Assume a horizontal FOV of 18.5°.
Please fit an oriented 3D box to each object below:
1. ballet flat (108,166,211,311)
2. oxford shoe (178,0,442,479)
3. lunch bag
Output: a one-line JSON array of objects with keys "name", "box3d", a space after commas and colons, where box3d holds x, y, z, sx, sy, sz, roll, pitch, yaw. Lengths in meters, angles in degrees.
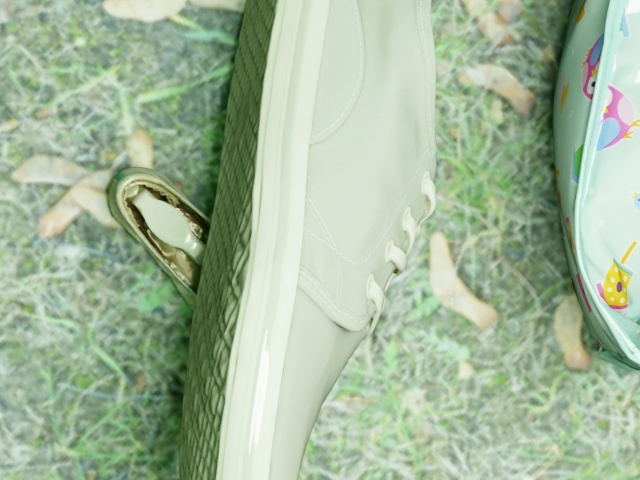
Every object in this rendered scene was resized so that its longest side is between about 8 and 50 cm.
[{"name": "ballet flat", "box3d": [-0.073, 0.018, 1.266, 0.168, 0.052, 0.057, 41, 86, -5]}, {"name": "oxford shoe", "box3d": [0.000, 0.000, 1.180, 0.130, 0.169, 0.449, 16, 66, -14]}, {"name": "lunch bag", "box3d": [0.220, -0.045, 1.210, 0.160, 0.223, 0.262, 8, 90, 2]}]
